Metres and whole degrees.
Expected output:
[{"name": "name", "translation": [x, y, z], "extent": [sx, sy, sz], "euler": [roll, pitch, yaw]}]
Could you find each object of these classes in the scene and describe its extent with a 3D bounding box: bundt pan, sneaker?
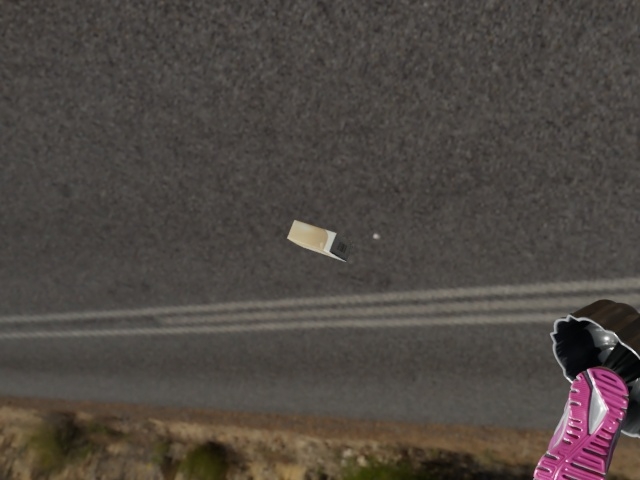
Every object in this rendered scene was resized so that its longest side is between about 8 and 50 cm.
[{"name": "bundt pan", "translation": [0.660, 0.265, 2.018], "extent": [0.331, 0.124, 0.331], "euler": [47, 158, 25]}, {"name": "sneaker", "translation": [0.402, 0.299, 1.405], "extent": [0.103, 0.252, 0.111], "euler": [25, -163, 21]}]

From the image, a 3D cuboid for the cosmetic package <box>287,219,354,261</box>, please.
[{"name": "cosmetic package", "translation": [0.000, 0.000, 1.765], "extent": [0.115, 0.041, 0.060], "euler": [18, 172, 44]}]
